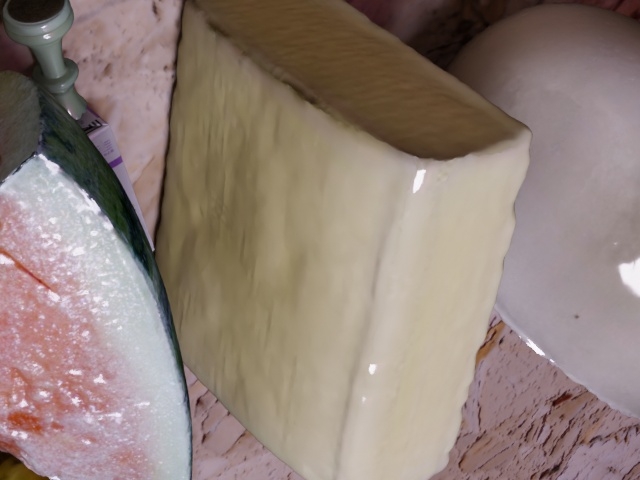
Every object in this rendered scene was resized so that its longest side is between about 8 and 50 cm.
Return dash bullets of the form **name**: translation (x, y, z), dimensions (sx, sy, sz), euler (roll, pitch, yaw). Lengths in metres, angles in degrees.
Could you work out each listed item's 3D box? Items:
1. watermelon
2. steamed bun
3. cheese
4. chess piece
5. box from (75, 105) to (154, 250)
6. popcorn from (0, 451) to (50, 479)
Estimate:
- **watermelon**: translation (-0.189, 0.049, 0.917), dimensions (0.201, 0.213, 0.261), euler (-26, 118, -11)
- **steamed bun**: translation (0.223, -0.032, 1.138), dimensions (0.324, 0.324, 0.206), euler (21, 116, -46)
- **cheese**: translation (0.000, 0.000, 1.036), dimensions (0.124, 0.242, 0.265), euler (-12, 128, -33)
- **chess piece**: translation (-0.164, -0.107, 0.975), dimensions (0.042, 0.042, 0.093), euler (-29, 141, -19)
- **box**: translation (-0.150, -0.030, 1.046), dimensions (0.051, 0.036, 0.117), euler (-30, 137, -18)
- **popcorn**: translation (-0.205, 0.235, 1.034), dimensions (0.282, 0.282, 0.247), euler (-28, 171, -20)
